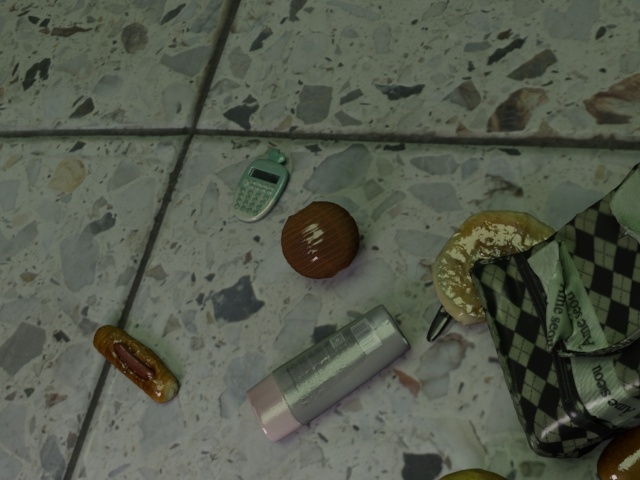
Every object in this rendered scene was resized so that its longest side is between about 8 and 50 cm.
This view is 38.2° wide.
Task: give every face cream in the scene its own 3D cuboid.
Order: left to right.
[{"bbox_3d":[0.010,0.209,1.477,0.269,0.073,0.107,-34,50,2],"label":"face cream"}]

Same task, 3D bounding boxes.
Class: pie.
[{"bbox_3d":[0.283,0.039,1.454,0.218,0.052,0.185,-16,65,9],"label":"pie"}]

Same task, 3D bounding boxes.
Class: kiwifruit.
[{"bbox_3d":[0.429,0.290,1.253,0.124,0.075,0.075,-42,55,-8],"label":"kiwifruit"}]

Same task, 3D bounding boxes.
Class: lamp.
[{"bbox_3d":[0.000,0.000,1.561,0.136,0.136,0.136,-10,60,18],"label":"lamp"}]

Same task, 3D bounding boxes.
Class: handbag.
[{"bbox_3d":[0.409,0.057,1.227,0.416,0.180,0.316,-41,50,28],"label":"handbag"}]

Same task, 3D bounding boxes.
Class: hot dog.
[{"bbox_3d":[-0.331,0.211,1.639,0.216,0.047,0.066,34,77,33],"label":"hot dog"}]

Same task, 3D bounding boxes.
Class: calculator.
[{"bbox_3d":[-0.110,-0.103,1.732,0.095,0.021,0.153,19,72,30],"label":"calculator"}]

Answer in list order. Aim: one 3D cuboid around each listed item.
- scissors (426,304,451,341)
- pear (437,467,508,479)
[{"bbox_3d":[0.230,0.070,1.495,0.088,0.017,0.220,26,75,28],"label":"scissors"},{"bbox_3d":[0.207,0.388,1.239,0.178,0.178,0.178,-10,60,18],"label":"pear"}]
